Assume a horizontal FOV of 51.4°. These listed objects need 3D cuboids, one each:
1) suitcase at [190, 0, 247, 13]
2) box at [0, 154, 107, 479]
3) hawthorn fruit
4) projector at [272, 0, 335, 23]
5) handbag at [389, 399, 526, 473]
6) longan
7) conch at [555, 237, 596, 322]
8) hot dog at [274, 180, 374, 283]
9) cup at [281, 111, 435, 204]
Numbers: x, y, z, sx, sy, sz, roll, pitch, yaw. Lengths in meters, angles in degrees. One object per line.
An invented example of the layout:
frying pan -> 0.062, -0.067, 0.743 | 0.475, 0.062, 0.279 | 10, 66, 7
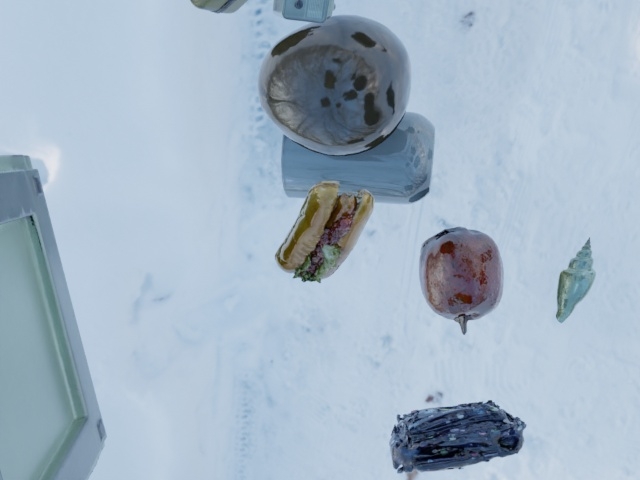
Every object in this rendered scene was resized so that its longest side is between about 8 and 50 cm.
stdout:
suitcase -> -0.181, -0.557, 1.238 | 0.235, 0.143, 0.194 | -32, 83, 34
box -> -0.217, 0.074, 0.368 | 0.117, 0.225, 0.225 | -12, 99, -6
hawthorn fruit -> 0.325, 0.094, 1.554 | 0.215, 0.215, 0.250 | 1, 82, 27
projector -> -0.012, -0.314, 0.719 | 0.061, 0.115, 0.147 | 4, 110, -13
handbag -> 0.260, 0.375, 1.285 | 0.260, 0.162, 0.113 | -10, 90, -1
longan -> 0.030, -0.289, 1.220 | 0.300, 0.300, 0.243 | 27, 124, 13
conch -> 0.508, 0.078, 1.338 | 0.065, 0.088, 0.180 | 18, 100, 1
hot dog -> 0.000, 0.000, 0.340 | 0.037, 0.021, 0.083 | 12, 143, -11
cup -> 0.084, -0.184, 1.425 | 0.312, 0.205, 0.206 | 4, 116, 10
